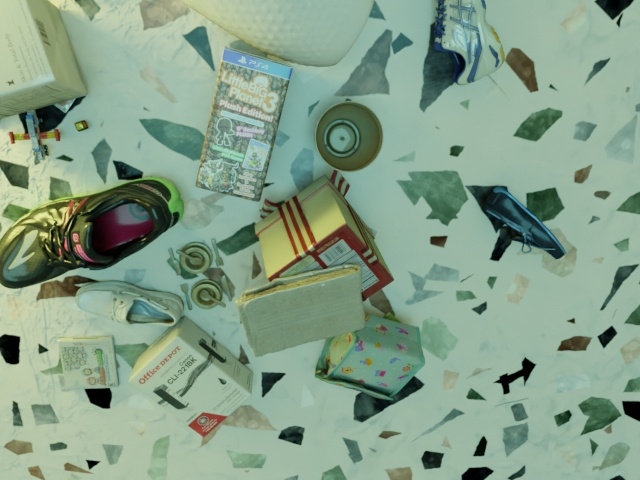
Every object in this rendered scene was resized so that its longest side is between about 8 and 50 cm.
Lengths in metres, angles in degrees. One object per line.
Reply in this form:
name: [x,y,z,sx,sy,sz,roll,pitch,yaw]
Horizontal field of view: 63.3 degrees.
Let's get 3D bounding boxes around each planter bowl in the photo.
planter bowl: [0.059,-0.245,1.244,0.162,0.109,0.162,-1,99,-8]

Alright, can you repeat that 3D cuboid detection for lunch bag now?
lunch bag: [0.127,0.338,1.438,0.223,0.160,0.262,19,127,-16]

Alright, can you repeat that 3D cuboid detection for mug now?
mug: [-0.051,-0.560,1.068,0.328,0.276,0.374,27,74,-19]

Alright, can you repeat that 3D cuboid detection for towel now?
towel: [0.185,0.248,1.489,0.060,0.009,0.083,42,100,-16]
towel: [-0.039,0.158,1.160,0.282,0.049,0.187,-13,128,-6]

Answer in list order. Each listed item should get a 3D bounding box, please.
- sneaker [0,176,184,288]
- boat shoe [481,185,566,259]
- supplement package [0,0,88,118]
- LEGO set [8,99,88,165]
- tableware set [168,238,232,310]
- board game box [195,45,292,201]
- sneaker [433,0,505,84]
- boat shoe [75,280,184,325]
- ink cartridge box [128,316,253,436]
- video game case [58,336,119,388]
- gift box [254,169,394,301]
sneaker: [-0.564,-0.016,1.220,0.482,0.202,0.185,-24,109,3]
boat shoe: [0.539,-0.036,1.389,0.258,0.109,0.089,43,108,-1]
supplement package: [-0.669,-0.373,1.065,0.262,0.198,0.199,-17,100,-4]
LEGO set: [-0.668,-0.299,1.187,0.244,0.060,0.182,38,102,-13]
tableware set: [-0.316,0.100,1.372,0.128,0.039,0.194,-13,110,-1]
board game box: [-0.170,-0.265,1.156,0.141,0.232,0.291,13,108,-11]
sneaker: [0.307,-0.498,1.185,0.131,0.112,0.297,-31,109,6]
boat shoe: [-0.502,0.172,1.349,0.276,0.096,0.098,7,109,-8]
ink cartridge box: [-0.350,0.374,1.425,0.197,0.114,0.273,-43,107,10]
video game case: [-0.639,0.340,1.436,0.143,0.019,0.157,-1,110,-5]
gift box: [0.000,0.000,1.248,0.255,0.258,0.276,-31,125,8]
